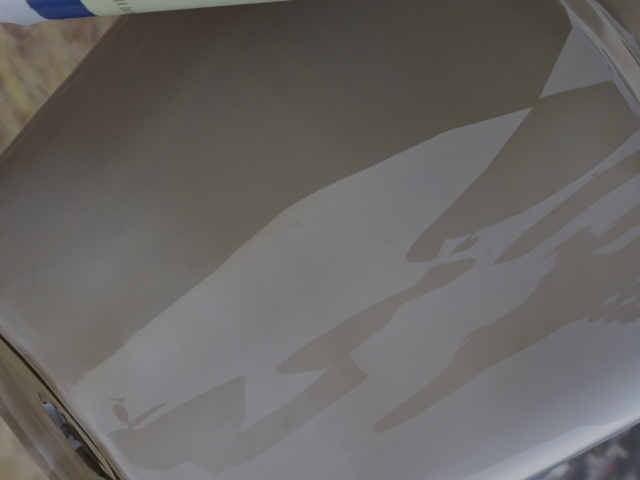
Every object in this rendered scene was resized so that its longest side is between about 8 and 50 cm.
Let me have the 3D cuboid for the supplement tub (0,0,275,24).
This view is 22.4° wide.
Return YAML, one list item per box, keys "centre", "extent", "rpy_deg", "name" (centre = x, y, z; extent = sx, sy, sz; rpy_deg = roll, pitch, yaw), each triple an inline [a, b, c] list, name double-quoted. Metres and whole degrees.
- centre: [0.039, -0.186, 0.436]
  extent: [0.325, 0.235, 0.235]
  rpy_deg: [-5, 149, 2]
  name: "supplement tub"

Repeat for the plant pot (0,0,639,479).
- centre: [0.000, 0.000, 0.679]
  extent: [0.280, 0.323, 0.323]
  rpy_deg: [-38, 153, -19]
  name: "plant pot"
